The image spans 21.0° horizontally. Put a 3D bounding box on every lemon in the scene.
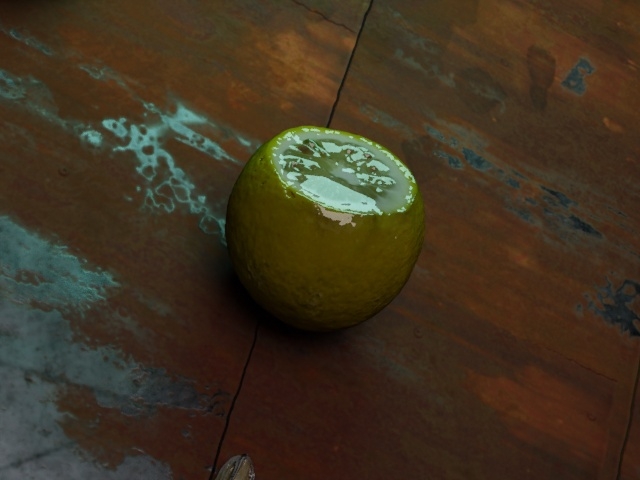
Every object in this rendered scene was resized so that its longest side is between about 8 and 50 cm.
[{"bbox_3d":[0.000,0.000,2.062,0.240,0.219,0.240,12,34,-8],"label":"lemon"}]

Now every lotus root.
[{"bbox_3d":[-0.103,0.283,1.968,0.037,0.030,0.083,51,50,-34],"label":"lotus root"}]
